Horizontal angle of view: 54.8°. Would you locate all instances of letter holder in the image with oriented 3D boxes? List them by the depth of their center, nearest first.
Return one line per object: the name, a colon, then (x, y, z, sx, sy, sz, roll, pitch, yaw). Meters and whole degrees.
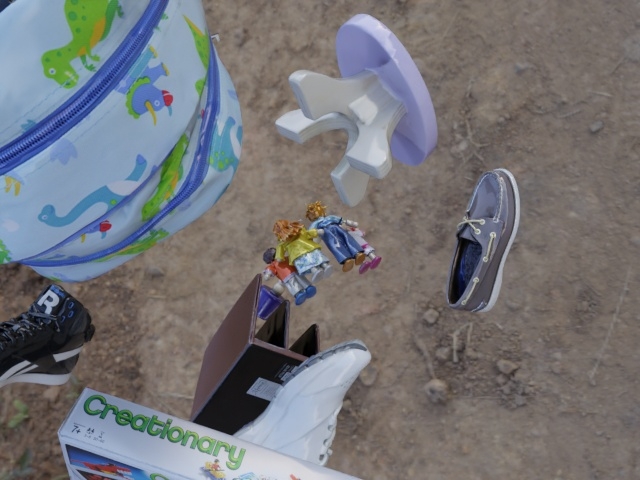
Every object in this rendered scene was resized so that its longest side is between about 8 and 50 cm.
letter holder: (-0.138, 0.245, 1.307, 0.302, 0.152, 0.214, -54, 23, 34)

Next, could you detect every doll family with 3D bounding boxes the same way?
doll family: (0.000, 0.000, 1.238, 0.163, 0.263, 0.118, 49, 146, 29)

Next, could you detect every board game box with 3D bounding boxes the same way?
board game box: (-0.078, 0.248, 0.568, 0.193, 0.305, 0.053, 106, -177, -46)

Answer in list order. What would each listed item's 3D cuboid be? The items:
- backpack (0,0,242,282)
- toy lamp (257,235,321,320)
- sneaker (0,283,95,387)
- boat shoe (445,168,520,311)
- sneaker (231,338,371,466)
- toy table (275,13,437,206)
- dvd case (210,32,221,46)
backpack: (-0.197, -0.142, 0.437, 0.290, 0.273, 0.355, -29, 30, -2)
toy lamp: (-0.067, 0.071, 1.482, 0.274, 0.080, 0.080, -52, 44, 2)
sneaker: (-0.352, 0.102, 0.720, 0.079, 0.217, 0.121, 26, 87, 18)
boat shoe: (0.349, 0.000, 1.357, 0.116, 0.097, 0.324, 25, 108, 56)
sneaker: (-0.023, 0.259, 0.861, 0.129, 0.111, 0.297, 43, 104, 12)
toy table: (0.061, -0.186, 0.960, 0.161, 0.274, 0.252, -43, 33, -16)
dvd case: (-0.304, -0.341, 1.223, 0.165, 0.018, 0.221, -9, 37, 23)
